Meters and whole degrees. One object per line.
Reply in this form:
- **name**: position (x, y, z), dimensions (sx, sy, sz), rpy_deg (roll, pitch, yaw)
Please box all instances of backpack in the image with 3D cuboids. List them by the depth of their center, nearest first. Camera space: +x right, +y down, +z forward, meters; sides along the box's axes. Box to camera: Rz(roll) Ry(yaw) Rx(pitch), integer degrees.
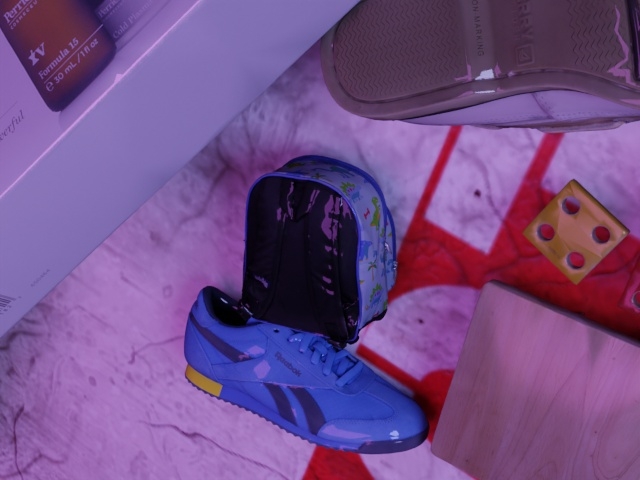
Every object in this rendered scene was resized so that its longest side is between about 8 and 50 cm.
- **backpack**: position (0.000, 0.000, 0.673), dimensions (0.105, 0.084, 0.114), rpy_deg (13, 118, 27)

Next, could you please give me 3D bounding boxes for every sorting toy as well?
- **sorting toy**: position (0.156, 0.097, 0.628), dimensions (0.132, 0.046, 0.274), rpy_deg (24, 113, 24)

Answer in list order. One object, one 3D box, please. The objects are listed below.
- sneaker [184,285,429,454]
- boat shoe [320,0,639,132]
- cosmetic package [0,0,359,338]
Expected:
- **sneaker**: position (-0.015, 0.092, 0.724), dimensions (0.209, 0.069, 0.082), rpy_deg (18, 111, 26)
- **boat shoe**: position (0.153, -0.116, 0.528), dimensions (0.302, 0.103, 0.113), rpy_deg (3, 95, 32)
- **cosmetic package**: position (-0.175, -0.151, 0.598), dimensions (0.377, 0.097, 0.284), rpy_deg (-42, 60, 11)
